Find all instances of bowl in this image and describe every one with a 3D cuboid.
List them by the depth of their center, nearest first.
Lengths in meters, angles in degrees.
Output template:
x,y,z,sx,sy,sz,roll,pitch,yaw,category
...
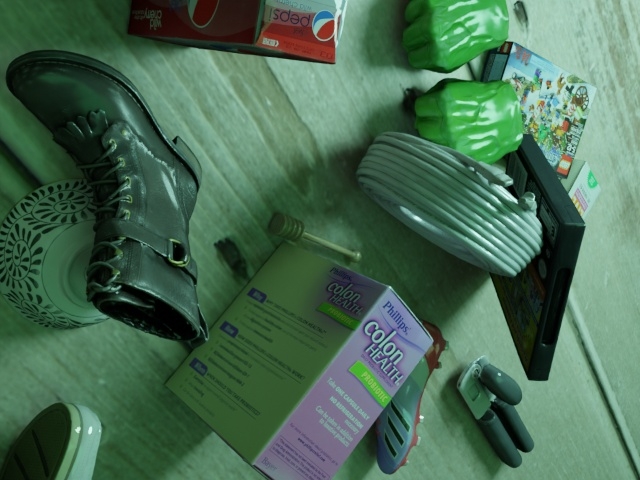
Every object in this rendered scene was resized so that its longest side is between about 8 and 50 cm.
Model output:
x,y,z,sx,sy,sz,roll,pitch,yaw,category
-0.245,0.026,0.779,0.170,0.080,0.170,-13,112,-34,bowl

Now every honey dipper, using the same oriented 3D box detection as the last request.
x,y,z,sx,sy,sz,roll,pitch,yaw,category
0.000,0.000,0.992,0.160,0.030,0.030,21,91,-43,honey dipper

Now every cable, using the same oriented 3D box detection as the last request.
x,y,z,sx,sy,sz,roll,pitch,yaw,category
0.166,-0.043,0.958,0.089,0.257,0.257,-57,146,-2,cable

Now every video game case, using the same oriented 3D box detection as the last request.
x,y,z,sx,sy,sz,roll,pitch,yaw,category
0.299,0.015,1.057,0.035,0.275,0.248,1,121,-1,video game case

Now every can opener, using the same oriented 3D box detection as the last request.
x,y,z,sx,sy,sz,roll,pitch,yaw,category
0.319,0.307,1.284,0.076,0.095,0.283,-45,126,-16,can opener

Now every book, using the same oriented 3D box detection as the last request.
x,y,z,sx,sy,sz,roll,pitch,yaw,category
0.438,-0.057,1.306,0.096,0.035,0.144,42,76,-42,book

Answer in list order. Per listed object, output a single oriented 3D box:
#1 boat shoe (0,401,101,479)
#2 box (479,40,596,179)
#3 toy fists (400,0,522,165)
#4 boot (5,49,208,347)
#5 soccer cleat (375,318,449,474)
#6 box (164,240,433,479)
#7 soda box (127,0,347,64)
x,y,z,sx,sy,sz,roll,pitch,yaw,category
-0.299,0.313,0.815,0.103,0.113,0.302,17,104,-40,boat shoe
0.334,-0.200,1.170,0.233,0.044,0.159,12,97,-39,box
0.183,-0.225,1.004,0.142,0.096,0.279,-21,108,-35,toy fists
-0.194,-0.036,0.706,0.091,0.229,0.263,-29,135,25,boot
0.117,0.236,1.132,0.095,0.083,0.248,16,100,-10,soccer cleat
-0.030,0.149,0.894,0.243,0.213,0.117,-51,127,-14,box
-0.089,-0.222,0.701,0.092,0.263,0.084,2,103,-37,soda box
